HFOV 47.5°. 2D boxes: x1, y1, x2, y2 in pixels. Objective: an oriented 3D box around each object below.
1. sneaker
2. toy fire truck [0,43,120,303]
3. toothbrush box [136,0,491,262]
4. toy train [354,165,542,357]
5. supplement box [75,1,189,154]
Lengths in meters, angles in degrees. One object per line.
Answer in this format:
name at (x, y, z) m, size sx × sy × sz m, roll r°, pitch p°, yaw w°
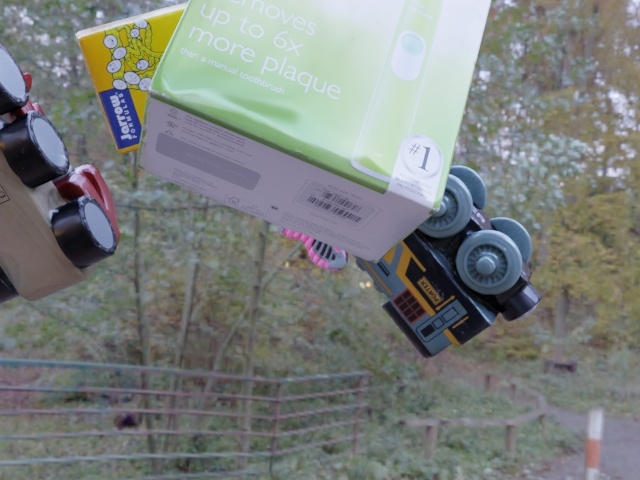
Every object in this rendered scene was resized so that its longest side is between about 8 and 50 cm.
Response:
sneaker at (0.000, 0.000, 0.921) m, size 0.119 × 0.047 × 0.057 m, roll 42°, pitch 10°, yaw 37°
toy fire truck at (-0.289, -0.079, 0.683) m, size 0.158 × 0.217 × 0.246 m, roll -23°, pitch 22°, yaw 7°
toothbrush box at (0.008, -0.157, 0.568) m, size 0.206 × 0.283 × 0.122 m, roll 23°, pitch -26°, yaw -9°
toy train at (0.119, -0.014, 0.910) m, size 0.190 × 0.334 × 0.142 m, roll -41°, pitch -5°, yaw 24°
supplement box at (-0.211, -0.304, 1.246) m, size 0.356 × 0.194 × 0.195 m, roll -20°, pitch 22°, yaw -12°
